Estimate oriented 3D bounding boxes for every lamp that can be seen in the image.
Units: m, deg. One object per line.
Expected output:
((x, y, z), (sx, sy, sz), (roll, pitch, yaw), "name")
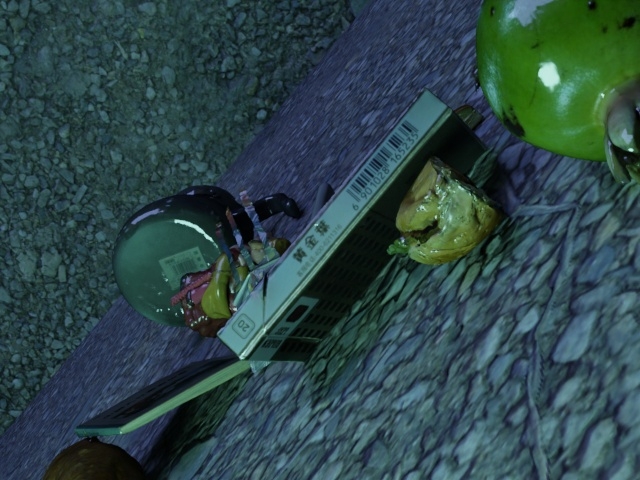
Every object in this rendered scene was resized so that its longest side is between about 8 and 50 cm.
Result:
((-0.098, 0.053, 1.440), (0.253, 0.118, 0.118), (-32, 22, 44), "lamp")

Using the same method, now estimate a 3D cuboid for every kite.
((-0.084, 0.044, 1.339), (0.141, 0.015, 0.245), (-47, 49, 29), "kite")

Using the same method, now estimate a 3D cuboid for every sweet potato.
((-0.285, 0.326, 1.344), (0.131, 0.131, 0.337), (-56, 14, -19), "sweet potato")

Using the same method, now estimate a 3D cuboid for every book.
((-0.218, 0.217, 1.435), (0.215, 0.025, 0.283), (-27, 2, -28), "book")

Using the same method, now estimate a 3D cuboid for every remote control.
((0.000, 0.000, 1.370), (0.029, 0.067, 0.261), (-15, 23, 13), "remote control")

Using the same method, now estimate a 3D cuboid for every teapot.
((-0.203, -0.021, 1.839), (0.305, 0.223, 0.285), (-51, 5, 17), "teapot")

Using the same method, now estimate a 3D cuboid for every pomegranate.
((0.214, -0.128, 0.765), (0.187, 0.187, 0.225), (-45, 39, 29), "pomegranate")

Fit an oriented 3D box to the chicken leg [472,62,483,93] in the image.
((0.246, -0.265, 1.225), (0.196, 0.080, 0.125), (-37, 31, 51), "chicken leg")

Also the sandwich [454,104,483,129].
((0.160, -0.135, 1.261), (0.044, 0.031, 0.083), (-53, 9, -24), "sandwich")

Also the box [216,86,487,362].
((0.039, -0.004, 1.094), (0.325, 0.047, 0.180), (-49, -19, 8), "box")

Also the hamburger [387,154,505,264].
((0.115, -0.015, 0.966), (0.102, 0.087, 0.176), (-62, 3, 9), "hamburger")
